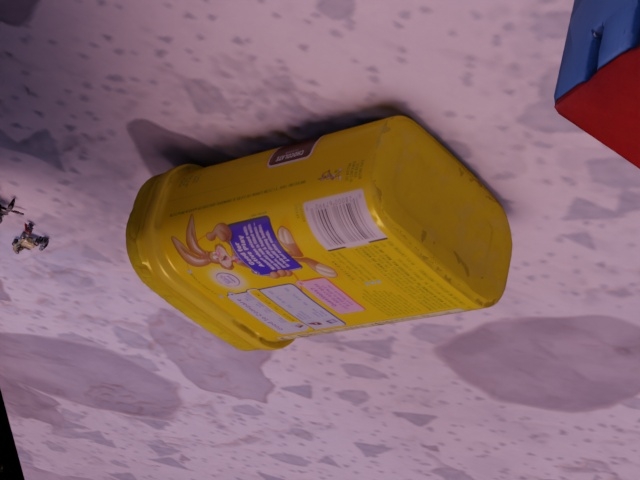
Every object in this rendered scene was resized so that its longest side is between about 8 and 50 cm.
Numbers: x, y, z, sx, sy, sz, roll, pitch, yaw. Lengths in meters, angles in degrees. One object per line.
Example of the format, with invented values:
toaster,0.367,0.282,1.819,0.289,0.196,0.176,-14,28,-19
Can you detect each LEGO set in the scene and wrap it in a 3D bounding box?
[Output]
LEGO set,-0.207,-0.011,0.902,0.083,0.023,0.054,34,147,-30

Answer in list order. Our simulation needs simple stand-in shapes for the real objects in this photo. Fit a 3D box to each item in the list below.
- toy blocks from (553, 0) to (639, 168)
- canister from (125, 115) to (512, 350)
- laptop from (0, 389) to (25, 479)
toy blocks,0.170,-0.113,0.262,0.191,0.260,0.381,25,151,-16
canister,0.000,0.000,0.761,0.170,0.073,0.126,-12,142,40
laptop,-0.312,-0.060,0.657,0.236,0.407,0.382,-17,154,-11
